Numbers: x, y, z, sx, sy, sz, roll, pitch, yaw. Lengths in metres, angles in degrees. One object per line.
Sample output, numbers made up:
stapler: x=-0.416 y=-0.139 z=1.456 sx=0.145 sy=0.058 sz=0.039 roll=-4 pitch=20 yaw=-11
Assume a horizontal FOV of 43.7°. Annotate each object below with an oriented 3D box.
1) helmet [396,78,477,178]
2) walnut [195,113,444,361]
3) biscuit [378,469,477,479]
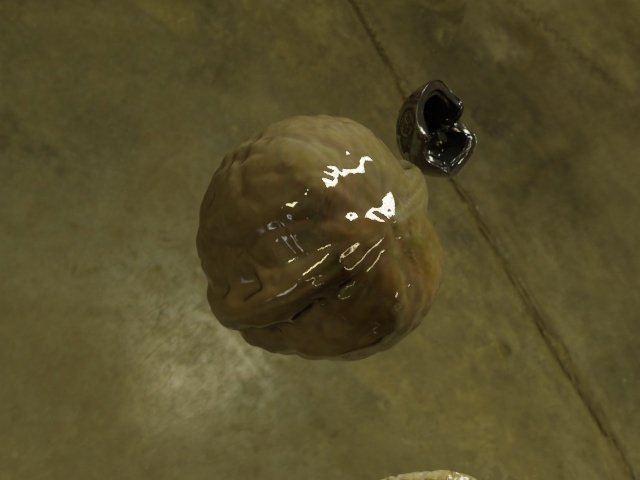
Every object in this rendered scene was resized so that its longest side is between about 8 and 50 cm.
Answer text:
helmet: x=0.192 y=-0.193 z=1.442 sx=0.153 sy=0.107 sz=0.177 roll=-42 pitch=113 yaw=-40
walnut: x=0.002 y=-0.001 z=0.781 sx=0.248 sy=0.248 sz=0.248 roll=13 pitch=60 yaw=-24
biscuit: x=0.112 y=0.330 z=0.826 sx=0.220 sy=0.220 sz=0.033 roll=34 pitch=16 yaw=-10
